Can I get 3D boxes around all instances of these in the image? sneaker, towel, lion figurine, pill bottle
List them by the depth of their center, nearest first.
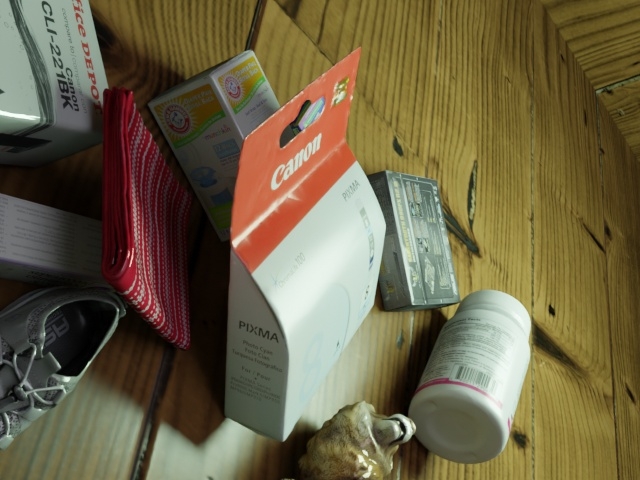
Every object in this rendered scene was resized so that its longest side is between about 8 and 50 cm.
[{"bbox_3d":[-0.276,0.118,0.712,0.105,0.115,0.281,59,36,-20],"label":"sneaker"},{"bbox_3d":[-0.171,-0.010,0.864,0.275,0.031,0.199,77,8,-69],"label":"towel"},{"bbox_3d":[0.033,0.396,1.029,0.240,0.142,0.392,36,55,-71],"label":"lion figurine"},{"bbox_3d":[0.260,0.218,1.398,0.160,0.160,0.283,60,37,-20],"label":"pill bottle"}]

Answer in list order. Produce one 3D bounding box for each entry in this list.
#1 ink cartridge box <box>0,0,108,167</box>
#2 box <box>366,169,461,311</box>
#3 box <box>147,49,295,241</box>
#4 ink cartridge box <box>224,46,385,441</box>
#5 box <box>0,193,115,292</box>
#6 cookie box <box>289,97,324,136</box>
[{"bbox_3d":[-0.314,-0.180,0.731,0.273,0.114,0.197,-2,78,-71],"label":"ink cartridge box"},{"bbox_3d":[0.157,0.004,1.435,0.183,0.056,0.231,2,75,-54],"label":"box"},{"bbox_3d":[-0.106,-0.118,1.055,0.103,0.114,0.203,-48,118,-51],"label":"box"},{"bbox_3d":[0.000,0.000,1.007,0.308,0.091,0.385,-49,153,-51],"label":"ink cartridge box"},{"bbox_3d":[-0.312,-0.008,0.760,0.324,0.063,0.067,17,63,-51],"label":"box"},{"bbox_3d":[-0.047,-0.152,1.161,0.040,0.107,0.092,56,37,-24],"label":"cookie box"}]
